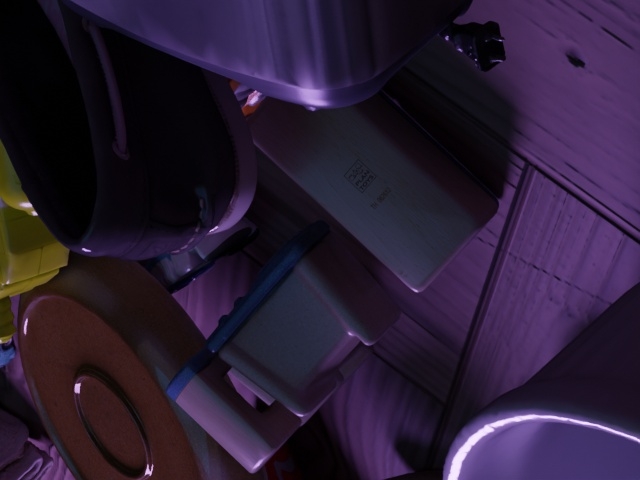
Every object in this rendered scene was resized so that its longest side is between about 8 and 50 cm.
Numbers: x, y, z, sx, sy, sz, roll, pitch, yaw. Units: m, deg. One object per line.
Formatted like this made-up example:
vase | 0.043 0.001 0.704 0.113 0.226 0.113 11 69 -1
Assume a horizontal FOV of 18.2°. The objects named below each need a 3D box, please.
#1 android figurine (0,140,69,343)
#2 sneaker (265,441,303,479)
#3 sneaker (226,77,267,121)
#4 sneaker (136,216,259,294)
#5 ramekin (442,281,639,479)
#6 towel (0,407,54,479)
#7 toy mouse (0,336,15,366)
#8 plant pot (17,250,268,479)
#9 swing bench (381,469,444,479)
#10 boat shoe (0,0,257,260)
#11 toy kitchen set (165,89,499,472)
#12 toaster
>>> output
android figurine | -0.222 -0.074 1.183 0.248 0.056 0.273 17 118 50
sneaker | -0.003 0.214 1.342 0.118 0.107 0.279 7 139 24
sneaker | -0.079 -0.083 1.048 0.083 0.084 0.215 51 136 3
sneaker | -0.101 -0.009 1.207 0.083 0.071 0.190 60 149 2
ramekin | 0.203 0.138 0.898 0.277 0.135 0.277 33 150 23
towel | -0.372 0.187 1.677 0.282 0.187 0.049 21 147 37
toy mouse | -0.288 0.057 1.561 0.161 0.031 0.143 52 151 -11
plant pot | -0.118 0.108 1.226 0.236 0.032 0.236 35 142 34
swing bench | 0.061 0.299 1.227 0.253 0.254 0.165 57 -173 -17
boat shoe | -0.147 -0.139 0.968 0.112 0.095 0.335 -46 70 43
toy kitchen set | 0.000 0.000 1.074 0.122 0.166 0.207 44 115 4
toaster | -0.026 -0.156 0.839 0.227 0.129 0.146 26 143 32
